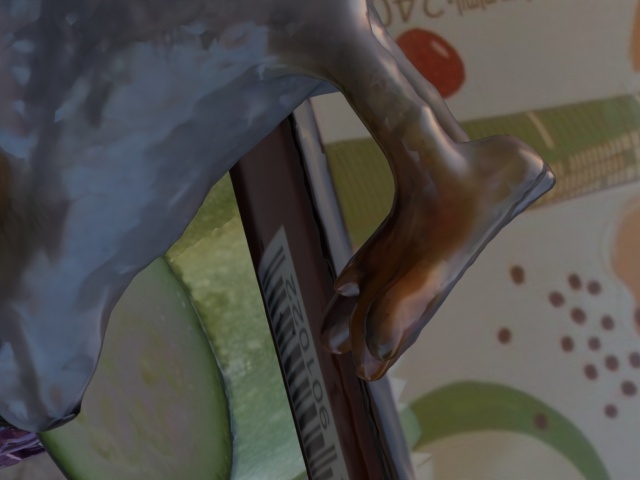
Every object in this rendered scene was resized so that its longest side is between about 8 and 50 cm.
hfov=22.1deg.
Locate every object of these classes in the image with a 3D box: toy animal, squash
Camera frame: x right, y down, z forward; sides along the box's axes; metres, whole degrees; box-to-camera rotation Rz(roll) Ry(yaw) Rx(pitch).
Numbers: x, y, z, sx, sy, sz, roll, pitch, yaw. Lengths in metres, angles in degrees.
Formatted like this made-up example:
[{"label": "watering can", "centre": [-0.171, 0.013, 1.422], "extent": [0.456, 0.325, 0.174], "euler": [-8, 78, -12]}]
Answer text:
[{"label": "toy animal", "centre": [-0.024, -0.112, 0.423], "extent": [0.284, 0.302, 0.225], "euler": [-42, 160, 15]}, {"label": "squash", "centre": [0.000, 0.000, 1.090], "extent": [0.384, 0.263, 0.263], "euler": [-26, 141, -36]}]

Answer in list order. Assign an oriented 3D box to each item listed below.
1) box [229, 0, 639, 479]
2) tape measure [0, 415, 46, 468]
[{"label": "box", "centre": [0.185, 0.037, 0.567], "extent": [0.385, 0.344, 0.122], "euler": [-12, 168, -13]}, {"label": "tape measure", "centre": [-0.285, 0.147, 1.534], "extent": [0.125, 0.118, 0.074], "euler": [-16, 160, 10]}]
